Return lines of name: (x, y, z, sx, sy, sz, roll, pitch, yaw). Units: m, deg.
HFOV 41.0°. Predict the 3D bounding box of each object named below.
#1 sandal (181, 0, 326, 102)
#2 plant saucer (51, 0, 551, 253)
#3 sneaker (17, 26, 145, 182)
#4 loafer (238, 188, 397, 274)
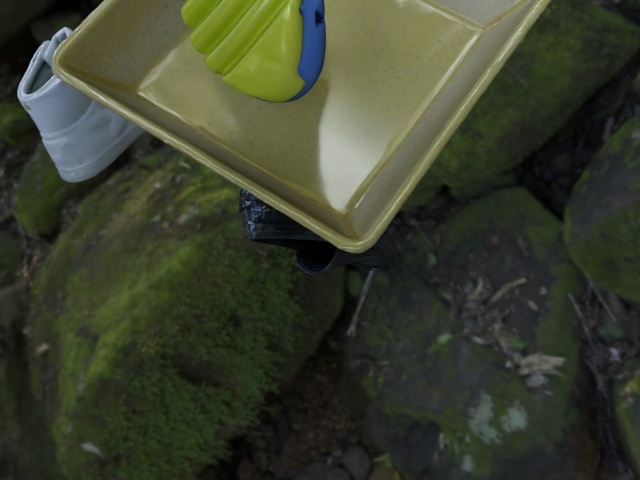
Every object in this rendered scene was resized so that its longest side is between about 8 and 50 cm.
sandal: (-0.042, -0.257, 0.674, 0.126, 0.138, 0.317, -21, 74, 39)
plant saucer: (-0.009, -0.176, 0.777, 0.333, 0.333, 0.081, -53, -17, -20)
sneaker: (-0.291, -0.237, 1.190, 0.108, 0.169, 0.292, 8, 48, 31)
loafer: (0.000, 0.000, 0.877, 0.076, 0.223, 0.078, -10, 66, 39)
